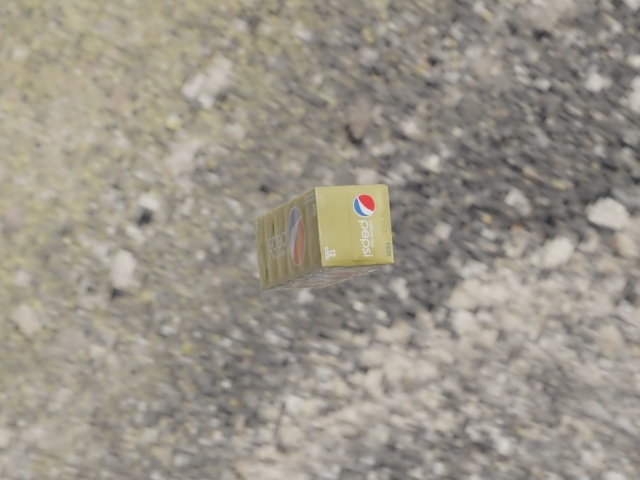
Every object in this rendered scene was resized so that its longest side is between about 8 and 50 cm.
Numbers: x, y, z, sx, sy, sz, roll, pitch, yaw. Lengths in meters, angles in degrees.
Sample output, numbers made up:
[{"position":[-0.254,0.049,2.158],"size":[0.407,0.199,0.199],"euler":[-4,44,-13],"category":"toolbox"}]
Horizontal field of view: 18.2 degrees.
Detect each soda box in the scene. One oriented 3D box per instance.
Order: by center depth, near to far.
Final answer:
[{"position":[0.000,0.000,1.540],"size":[0.181,0.058,0.061],"euler":[156,110,-73],"category":"soda box"}]
